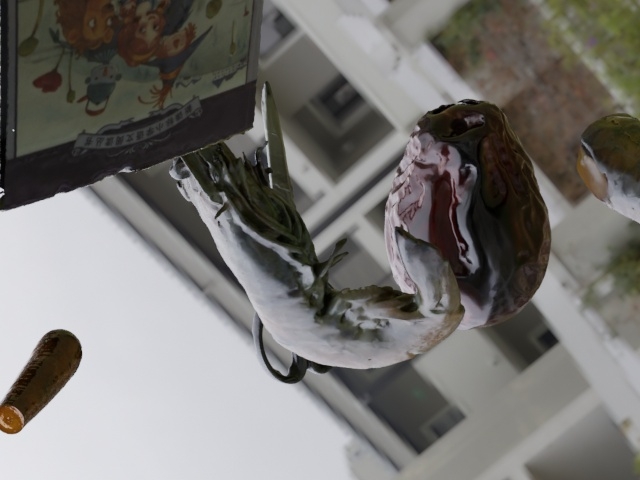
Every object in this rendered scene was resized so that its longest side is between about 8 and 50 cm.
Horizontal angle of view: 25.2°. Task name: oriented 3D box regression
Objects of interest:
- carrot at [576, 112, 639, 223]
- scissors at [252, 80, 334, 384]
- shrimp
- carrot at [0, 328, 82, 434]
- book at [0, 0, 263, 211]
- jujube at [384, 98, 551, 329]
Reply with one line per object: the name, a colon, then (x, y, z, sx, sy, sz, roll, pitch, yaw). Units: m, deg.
carrot: (0.295, -0.042, 1.213, 0.173, 0.082, 0.082, 41, -174, 31)
scissors: (-0.034, -0.008, 1.411, 0.022, 0.109, 0.300, 5, 106, 55)
shrimp: (0.000, 0.000, 1.047, 0.296, 0.169, 0.058, 56, -150, -39)
carrot: (-0.170, 0.085, 0.868, 0.032, 0.032, 0.093, 47, -154, -11)
book: (-0.079, -0.133, 0.635, 0.157, 0.231, 0.026, -23, -137, -40)
jujube: (0.142, -0.026, 1.417, 0.168, 0.168, 0.236, -114, 13, -54)
